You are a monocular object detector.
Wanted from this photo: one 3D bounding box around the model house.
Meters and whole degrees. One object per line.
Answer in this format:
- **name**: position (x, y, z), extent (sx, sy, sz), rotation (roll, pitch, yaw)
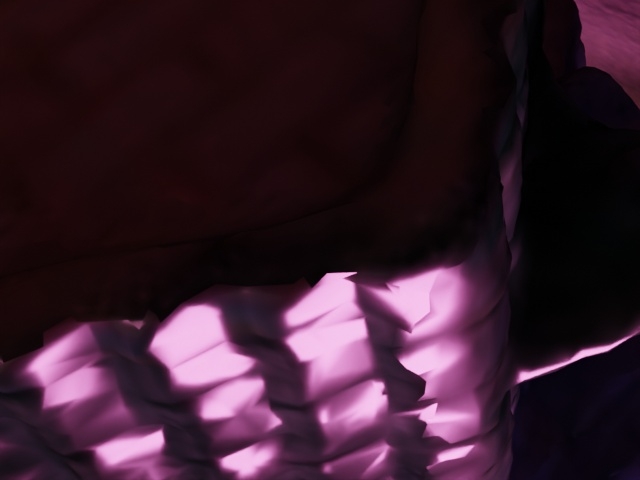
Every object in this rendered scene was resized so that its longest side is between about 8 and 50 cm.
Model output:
- **model house**: position (0.000, 0.000, 0.592), extent (0.400, 0.395, 0.445), rotation (45, 166, 28)
